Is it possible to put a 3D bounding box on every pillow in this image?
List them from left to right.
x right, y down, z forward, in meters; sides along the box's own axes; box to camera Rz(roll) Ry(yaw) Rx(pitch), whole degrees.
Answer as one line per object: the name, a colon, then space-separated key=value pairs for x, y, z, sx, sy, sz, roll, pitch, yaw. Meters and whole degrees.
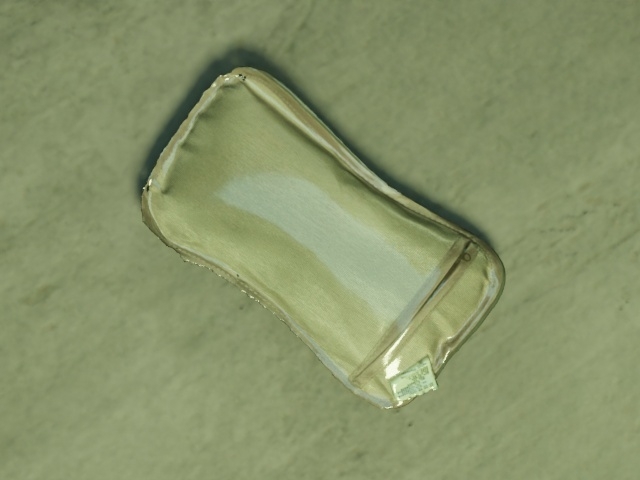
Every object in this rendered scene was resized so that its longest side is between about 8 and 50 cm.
pillow: x=0.000 y=0.000 z=1.018 sx=0.233 sy=0.038 sz=0.130 roll=37 pitch=88 yaw=-1
